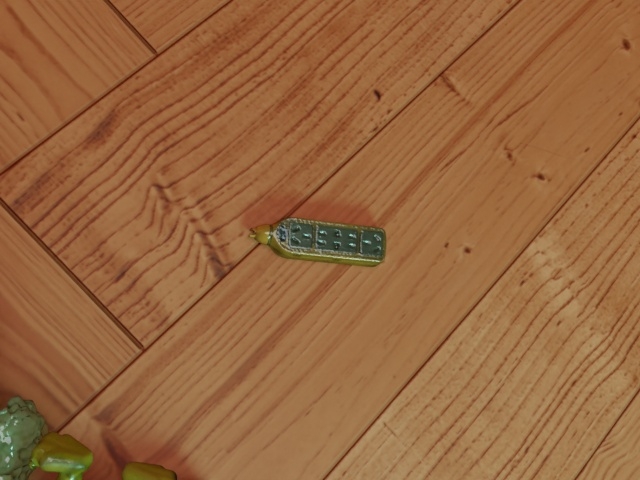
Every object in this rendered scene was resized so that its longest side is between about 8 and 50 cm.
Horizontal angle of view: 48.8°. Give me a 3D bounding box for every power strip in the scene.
[{"bbox_3d":[0.000,0.000,0.856,0.178,0.028,0.049,6,78,-15],"label":"power strip"}]

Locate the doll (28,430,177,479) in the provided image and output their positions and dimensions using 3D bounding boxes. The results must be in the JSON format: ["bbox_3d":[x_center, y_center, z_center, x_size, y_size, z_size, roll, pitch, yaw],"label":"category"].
[{"bbox_3d":[-0.230,0.342,0.580,0.160,0.094,0.365,20,89,-6],"label":"doll"}]

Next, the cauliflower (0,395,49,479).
[{"bbox_3d":[-0.360,0.196,0.583,0.260,0.281,0.327,20,65,-50],"label":"cauliflower"}]
